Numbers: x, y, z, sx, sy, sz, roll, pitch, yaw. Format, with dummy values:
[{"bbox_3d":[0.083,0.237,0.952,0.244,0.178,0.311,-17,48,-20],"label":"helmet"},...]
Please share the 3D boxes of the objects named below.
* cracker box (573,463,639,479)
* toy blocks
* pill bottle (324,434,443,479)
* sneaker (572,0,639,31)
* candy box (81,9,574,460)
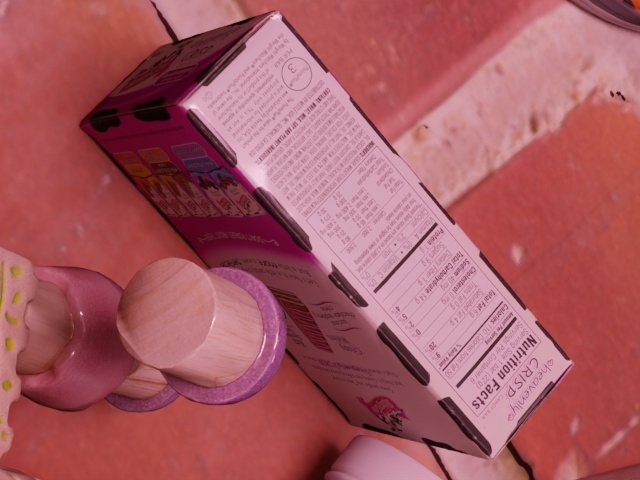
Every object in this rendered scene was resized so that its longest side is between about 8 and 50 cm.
[{"bbox_3d":[0.203,0.170,0.893,0.232,0.155,0.067,-8,91,-25],"label":"cracker box"},{"bbox_3d":[-0.107,0.151,0.699,0.260,0.309,0.289,34,62,-63],"label":"toy blocks"},{"bbox_3d":[-0.010,0.212,0.811,0.121,0.121,0.216,45,72,-18],"label":"pill bottle"},{"bbox_3d":[0.177,-0.224,0.870,0.321,0.180,0.125,33,76,-21],"label":"sneaker"},{"bbox_3d":[0.000,0.000,0.797,0.071,0.159,0.233,-46,108,-17],"label":"candy box"}]
